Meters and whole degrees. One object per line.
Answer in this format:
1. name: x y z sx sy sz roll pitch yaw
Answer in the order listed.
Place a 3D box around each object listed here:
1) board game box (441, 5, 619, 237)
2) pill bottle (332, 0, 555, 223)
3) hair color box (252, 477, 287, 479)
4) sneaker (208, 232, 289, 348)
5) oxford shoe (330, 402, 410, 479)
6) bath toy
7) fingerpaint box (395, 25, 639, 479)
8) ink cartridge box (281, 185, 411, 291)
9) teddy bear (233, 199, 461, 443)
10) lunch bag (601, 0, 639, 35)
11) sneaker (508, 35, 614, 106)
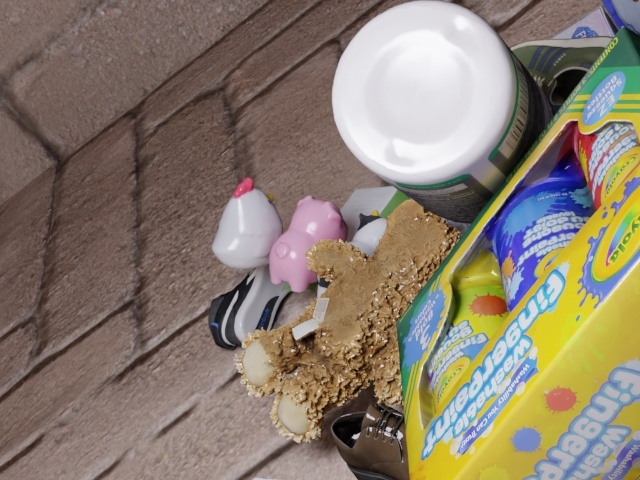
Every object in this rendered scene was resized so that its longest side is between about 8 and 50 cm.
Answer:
1. board game box: 0.292 -0.118 2.011 0.318 0.066 0.319 -32 40 19
2. pill bottle: 0.163 -0.130 1.768 0.204 0.204 0.361 -37 -20 10
3. hair color box: -0.082 0.425 1.671 0.185 0.110 0.339 -7 42 54
4. sneaker: -0.105 0.071 2.347 0.121 0.079 0.217 -10 39 47
5. oxford shoe: 0.091 0.234 1.756 0.227 0.096 0.083 -9 37 48
6. bath toy: 0.000 0.000 2.115 0.348 0.129 0.151 17 27 34
7. fingerpaint box: 0.261 0.060 1.536 0.445 0.163 0.371 -55 17 26
8. ink cartridge box: 0.046 0.015 2.238 0.109 0.062 0.209 -1 46 55
9. teddy bear: 0.049 0.106 1.912 0.245 0.113 0.338 28 78 40
10. lunch bag: 0.563 -0.337 1.865 0.328 0.239 0.385 -40 21 -5
11. sneaker: 0.299 -0.212 1.978 0.192 0.064 0.086 -3 49 37
